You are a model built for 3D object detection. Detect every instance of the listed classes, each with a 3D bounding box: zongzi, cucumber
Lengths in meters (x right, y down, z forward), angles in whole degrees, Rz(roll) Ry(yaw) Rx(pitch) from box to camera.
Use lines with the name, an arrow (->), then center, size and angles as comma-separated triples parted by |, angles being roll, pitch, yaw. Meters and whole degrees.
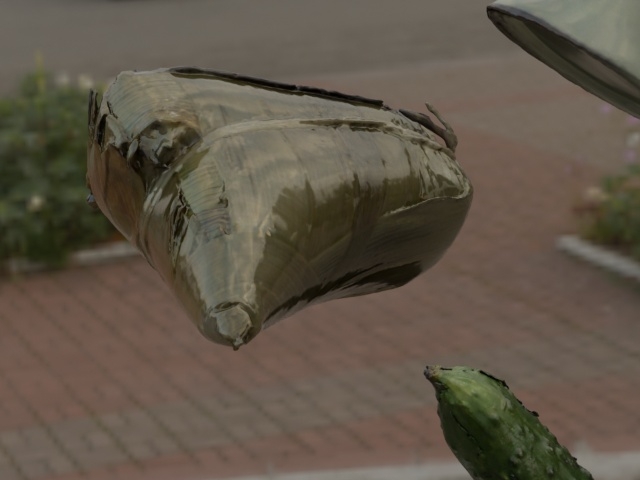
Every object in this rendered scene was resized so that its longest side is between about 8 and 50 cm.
zongzi -> 0.000, 0.000, 0.867 | 0.194, 0.099, 0.197 | 5, 28, -28
cucumber -> 0.134, 0.152, 1.161 | 0.069, 0.227, 0.069 | -32, 26, 17

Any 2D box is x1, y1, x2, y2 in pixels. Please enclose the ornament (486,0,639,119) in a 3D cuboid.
ornament -> 0.124, -0.116, 0.589 | 0.075, 0.156, 0.081 | 33, 0, -2
